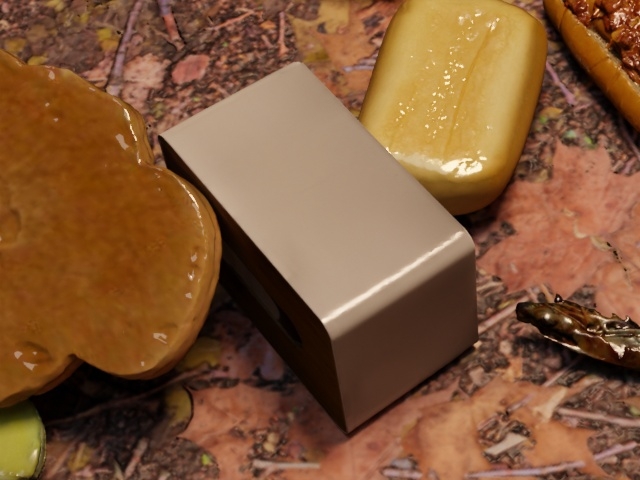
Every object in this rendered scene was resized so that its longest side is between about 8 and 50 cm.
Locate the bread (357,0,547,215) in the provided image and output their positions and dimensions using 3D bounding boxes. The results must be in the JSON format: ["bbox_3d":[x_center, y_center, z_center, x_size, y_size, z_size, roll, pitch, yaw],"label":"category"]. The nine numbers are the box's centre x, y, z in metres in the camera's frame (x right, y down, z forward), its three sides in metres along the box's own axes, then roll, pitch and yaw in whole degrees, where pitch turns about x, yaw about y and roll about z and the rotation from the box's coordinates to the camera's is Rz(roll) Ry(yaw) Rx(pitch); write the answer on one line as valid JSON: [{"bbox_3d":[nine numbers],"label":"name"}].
[{"bbox_3d":[0.112,-0.113,1.378,0.147,0.098,0.217,13,60,16],"label":"bread"}]

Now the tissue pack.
[{"bbox_3d":[0.000,0.001,1.278,0.136,0.159,0.246,-31,55,-15],"label":"tissue pack"}]

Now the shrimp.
[{"bbox_3d":[0.262,0.042,1.279,0.195,0.035,0.148,15,60,10],"label":"shrimp"}]

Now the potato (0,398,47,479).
[{"bbox_3d":[-0.299,0.146,1.286,0.197,0.054,0.119,18,55,15],"label":"potato"}]

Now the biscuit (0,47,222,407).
[{"bbox_3d":[-0.251,-0.010,1.271,0.375,0.051,0.269,22,89,18],"label":"biscuit"}]

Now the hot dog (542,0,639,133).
[{"bbox_3d":[0.279,-0.172,1.405,0.102,0.076,0.249,-29,55,-3],"label":"hot dog"}]
